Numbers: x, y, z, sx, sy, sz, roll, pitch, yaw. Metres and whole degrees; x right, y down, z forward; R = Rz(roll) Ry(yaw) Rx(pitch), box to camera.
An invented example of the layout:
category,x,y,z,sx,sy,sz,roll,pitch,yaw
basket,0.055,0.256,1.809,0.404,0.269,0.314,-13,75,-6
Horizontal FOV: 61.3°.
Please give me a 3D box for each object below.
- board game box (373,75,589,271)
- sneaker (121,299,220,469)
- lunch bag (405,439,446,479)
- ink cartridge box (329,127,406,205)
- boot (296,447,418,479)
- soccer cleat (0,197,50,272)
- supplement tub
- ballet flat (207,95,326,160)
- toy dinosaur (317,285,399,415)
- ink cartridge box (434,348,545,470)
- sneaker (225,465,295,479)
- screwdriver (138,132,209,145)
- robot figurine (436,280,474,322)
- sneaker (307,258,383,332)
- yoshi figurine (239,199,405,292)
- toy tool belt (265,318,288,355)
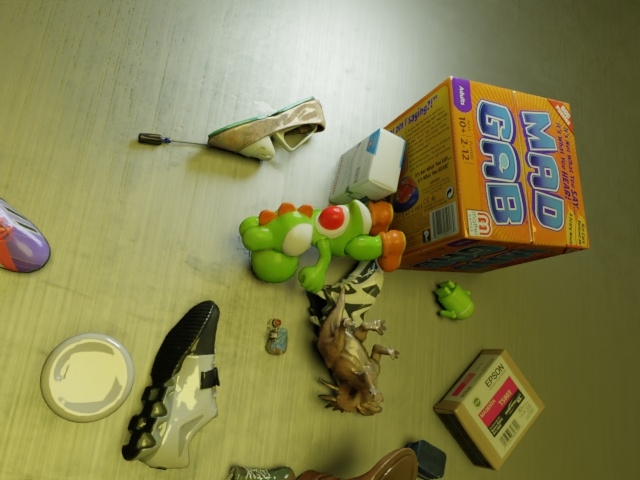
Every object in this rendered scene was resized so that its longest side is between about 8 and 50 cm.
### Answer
category,x,y,z,sx,sy,sz,roll,pitch,yaw
board game box,0.364,-0.128,1.322,0.356,0.356,0.357,4,76,-24
sneaker,-0.259,0.287,1.080,0.146,0.122,0.331,36,63,-33
lunch bag,0.245,0.521,1.274,0.098,0.065,0.067,36,50,-12
ink cartridge box,0.111,-0.166,1.306,0.082,0.190,0.140,21,70,-21
boot,0.050,0.515,1.099,0.283,0.220,0.109,-47,110,-24
soccer cleat,-0.632,-0.061,0.975,0.318,0.116,0.109,44,64,-9
supplement tub,-0.414,0.241,0.957,0.144,0.199,0.145,6,75,-24
ballet flat,-0.111,-0.252,1.276,0.315,0.107,0.106,-27,97,-26
toy dinosaur,0.055,0.262,1.177,0.127,0.200,0.296,-19,81,-45
ink cartridge box,0.433,0.424,1.372,0.234,0.088,0.193,-39,97,-27
sneaker,-0.147,0.494,1.095,0.192,0.064,0.086,-22,92,-25
screwdriver,-0.325,-0.222,1.219,0.169,0.025,0.024,3,76,-33
robot figurine,0.355,0.159,1.411,0.115,0.067,0.101,47,55,-8
sneaker,0.048,0.112,1.263,0.153,0.094,0.235,31,76,-25
yoshi figurine,-0.008,0.012,1.222,0.361,0.203,0.203,-1,93,-19
toy tool belt,-0.092,0.213,1.198,0.052,0.051,0.083,10,73,-23
